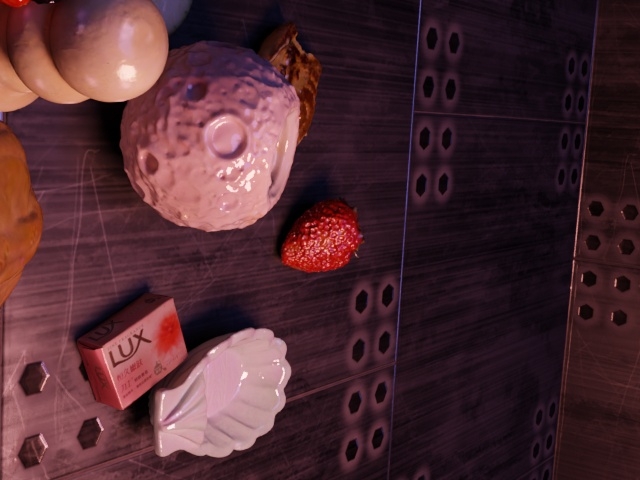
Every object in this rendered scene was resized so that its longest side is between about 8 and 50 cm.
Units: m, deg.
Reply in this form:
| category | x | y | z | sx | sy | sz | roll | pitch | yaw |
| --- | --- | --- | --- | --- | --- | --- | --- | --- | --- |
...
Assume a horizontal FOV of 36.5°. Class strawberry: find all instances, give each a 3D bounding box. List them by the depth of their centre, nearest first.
| category | x | y | z | sx | sy | sz | roll | pitch | yaw |
| --- | --- | --- | --- | --- | --- | --- | --- | --- | --- |
| strawberry | 0.000 | -0.004 | 1.691 | 0.131 | 0.148 | 0.131 | 167 | -90 | -88 |

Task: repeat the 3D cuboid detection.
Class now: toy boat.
| category | x | y | z | sx | sy | sz | roll | pitch | yaw |
| --- | --- | --- | --- | --- | --- | --- | --- | --- | --- |
| toy boat | -0.165 | 0.233 | 1.502 | 0.290 | 0.100 | 0.199 | -15 | 108 | -54 |

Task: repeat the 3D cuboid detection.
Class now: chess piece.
| category | x | y | z | sx | sy | sz | roll | pitch | yaw |
| --- | --- | --- | --- | --- | --- | --- | --- | --- | --- |
| chess piece | -0.294 | -0.211 | 1.043 | 0.167 | 0.300 | 0.167 | -18 | 112 | -51 |

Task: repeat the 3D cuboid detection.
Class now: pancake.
| category | x | y | z | sx | sy | sz | roll | pitch | yaw |
| --- | --- | --- | --- | --- | --- | --- | --- | --- | --- |
| pancake | -0.078 | -0.242 | 1.563 | 0.257 | 0.056 | 0.212 | -32 | 130 | -56 |

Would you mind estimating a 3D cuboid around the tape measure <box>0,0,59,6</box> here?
| category | x | y | z | sx | sy | sz | roll | pitch | yaw |
| --- | --- | --- | --- | --- | --- | --- | --- | --- | --- |
| tape measure | -0.381 | -0.343 | 0.926 | 0.114 | 0.253 | 0.260 | -57 | 139 | -26 |

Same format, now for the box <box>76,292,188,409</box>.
| category | x | y | z | sx | sy | sz | roll | pitch | yaw |
| --- | --- | --- | --- | --- | --- | --- | --- | --- | --- |
| box | -0.264 | 0.154 | 1.379 | 0.156 | 0.060 | 0.111 | -40 | 127 | -45 |

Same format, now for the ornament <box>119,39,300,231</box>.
| category | x | y | z | sx | sy | sz | roll | pitch | yaw |
| --- | --- | --- | --- | --- | --- | --- | --- | --- | --- |
| ornament | -0.154 | -0.141 | 1.318 | 0.259 | 0.225 | 0.259 | 15 | 90 | -83 |

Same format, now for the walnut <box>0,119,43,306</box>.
| category | x | y | z | sx | sy | sz | roll | pitch | yaw |
| --- | --- | --- | --- | --- | --- | --- | --- | --- | --- |
| walnut | -0.428 | -0.014 | 0.913 | 0.344 | 0.306 | 0.306 | -21 | 114 | -48 |

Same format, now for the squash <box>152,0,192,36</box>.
| category | x | y | z | sx | sy | sz | roll | pitch | yaw |
| --- | --- | --- | --- | --- | --- | --- | --- | --- | --- |
| squash | -0.259 | -0.371 | 1.293 | 0.219 | 0.041 | 0.219 | -10 | 102 | -50 |
